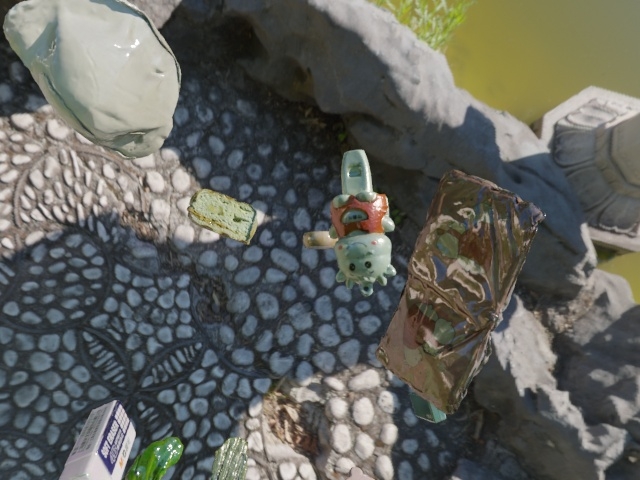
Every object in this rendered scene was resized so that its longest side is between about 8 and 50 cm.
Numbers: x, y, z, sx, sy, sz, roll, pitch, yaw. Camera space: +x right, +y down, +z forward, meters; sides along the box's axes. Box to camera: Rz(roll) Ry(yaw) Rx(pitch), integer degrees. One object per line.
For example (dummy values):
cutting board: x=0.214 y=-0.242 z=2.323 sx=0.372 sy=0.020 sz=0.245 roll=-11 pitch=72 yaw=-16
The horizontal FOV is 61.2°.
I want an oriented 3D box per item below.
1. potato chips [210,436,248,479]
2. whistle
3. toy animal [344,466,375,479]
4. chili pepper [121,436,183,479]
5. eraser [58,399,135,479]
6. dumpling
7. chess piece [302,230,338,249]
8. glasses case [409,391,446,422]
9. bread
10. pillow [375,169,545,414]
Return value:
potato chips: x=-0.221 y=0.564 z=1.266 sx=0.092 sy=0.028 sz=0.207 roll=26 pitch=57 yaw=-22
whistle: x=0.069 y=-0.032 z=0.920 sx=0.101 sy=0.106 sz=0.253 roll=0 pitch=79 yaw=-15
toy animal: x=0.075 y=0.551 z=1.056 sx=0.124 sy=0.212 sz=0.124 roll=1 pitch=36 yaw=-1
chili pepper: x=-0.144 y=0.198 z=0.447 sx=0.034 sy=0.091 sz=0.030 roll=-30 pitch=102 yaw=14
eraser: x=-0.546 y=0.536 z=1.345 sx=0.086 sy=0.287 sz=0.130 roll=-20 pitch=109 yaw=0
dumpling: x=-0.419 y=-0.329 z=1.084 sx=0.260 sy=0.181 sz=0.341 roll=-31 pitch=109 yaw=4
chess piece: x=0.000 y=0.000 z=1.272 sx=0.083 sy=0.083 sz=0.038 roll=2 pitch=83 yaw=-10
glasses case: x=0.323 y=0.502 z=1.647 sx=0.039 sy=0.184 sz=0.078 roll=-14 pitch=80 yaw=-10
bread: x=-0.315 y=-0.082 z=1.759 sx=0.232 sy=0.088 sz=0.128 roll=22 pitch=88 yaw=-9
pillow: x=0.149 y=0.055 z=0.599 sx=0.049 sy=0.135 sz=0.248 roll=7 pitch=107 yaw=-37
